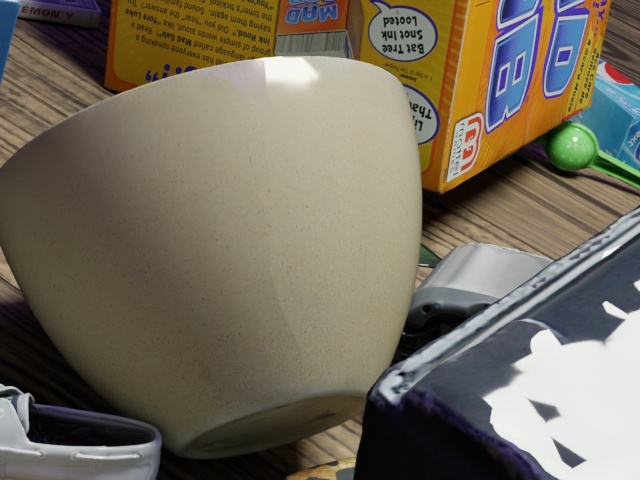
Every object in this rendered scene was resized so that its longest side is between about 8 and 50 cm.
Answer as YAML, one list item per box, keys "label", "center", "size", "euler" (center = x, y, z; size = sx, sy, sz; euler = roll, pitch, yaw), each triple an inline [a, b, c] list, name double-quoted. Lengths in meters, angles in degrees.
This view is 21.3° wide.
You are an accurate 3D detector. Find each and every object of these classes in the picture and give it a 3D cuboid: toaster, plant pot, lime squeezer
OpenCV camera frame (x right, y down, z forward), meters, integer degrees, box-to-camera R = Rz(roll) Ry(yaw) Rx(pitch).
- label: "toaster"
  center: [0.142, 0.085, 1.234]
  size: [0.227, 0.129, 0.146]
  euler: [17, 22, 11]
- label: "plant pot"
  center: [-0.055, 0.031, 1.096]
  size: [0.284, 0.284, 0.191]
  euler: [-2, 68, -37]
- label: "lime squeezer"
  center: [0.235, -0.084, 1.694]
  size: [0.310, 0.059, 0.110]
  euler: [6, 29, -27]

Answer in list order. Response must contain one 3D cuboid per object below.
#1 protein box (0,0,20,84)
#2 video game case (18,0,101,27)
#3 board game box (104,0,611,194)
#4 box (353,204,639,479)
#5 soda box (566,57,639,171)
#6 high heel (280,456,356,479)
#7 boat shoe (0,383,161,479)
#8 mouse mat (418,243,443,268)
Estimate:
- label: "protein box"
  center: [-0.347, -0.119, 1.205]
  size: [0.201, 0.200, 0.136]
  euler: [2, 31, -31]
- label: "video game case"
  center: [-0.331, -0.277, 1.716]
  size: [0.183, 0.023, 0.201]
  euler: [5, 30, -26]
- label: "board game box"
  center: [0.058, -0.297, 1.574]
  size: [0.356, 0.356, 0.356]
  euler: [19, 25, 24]
- label: "box"
  center: [0.242, 0.186, 0.589]
  size: [0.472, 0.480, 0.297]
  euler: [-28, 51, -36]
- label: "soda box"
  center: [0.289, -0.152, 1.838]
  size: [0.067, 0.071, 0.210]
  euler: [0, 32, -34]
- label: "high heel"
  center: [0.110, 0.118, 1.076]
  size: [0.261, 0.186, 0.093]
  euler: [9, 28, -20]
- label: "boat shoe"
  center: [-0.185, 0.118, 1.019]
  size: [0.184, 0.063, 0.066]
  euler: [16, 27, -7]
- label: "mouse mat"
  center: [0.000, 0.000, 1.357]
  size: [0.189, 0.007, 0.152]
  euler: [5, 9, -12]
